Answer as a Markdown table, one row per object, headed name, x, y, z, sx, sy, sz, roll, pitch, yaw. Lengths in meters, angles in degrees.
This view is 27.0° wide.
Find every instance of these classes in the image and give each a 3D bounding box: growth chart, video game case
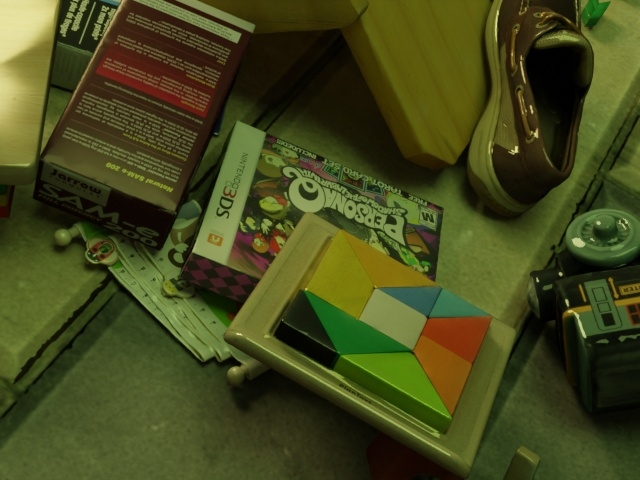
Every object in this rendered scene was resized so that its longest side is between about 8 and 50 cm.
| name | x | y | z | sx | sy | sz | roll | pitch | yaw |
| --- | --- | --- | --- | --- | --- | --- | --- | --- | --- |
| growth chart | -0.104 | 0.031 | 1.224 | 0.237 | 0.021 | 0.172 | 39 | 45 | 12 |
| video game case | 0.000 | 0.000 | 1.261 | 0.232 | 0.042 | 0.210 | 23 | 39 | -8 |

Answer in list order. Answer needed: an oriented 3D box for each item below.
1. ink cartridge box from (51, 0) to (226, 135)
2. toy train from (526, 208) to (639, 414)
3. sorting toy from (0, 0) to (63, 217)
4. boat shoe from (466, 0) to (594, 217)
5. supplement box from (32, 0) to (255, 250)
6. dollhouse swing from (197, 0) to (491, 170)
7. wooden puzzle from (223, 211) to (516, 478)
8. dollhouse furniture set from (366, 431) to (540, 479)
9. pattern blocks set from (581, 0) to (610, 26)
| name | x | y | z | sx | sy | sz | roll | pitch | yaw |
| --- | --- | --- | --- | --- | --- | --- | --- | --- | --- |
| ink cartridge box | -0.261 | -0.236 | 1.374 | 0.371 | 0.069 | 0.175 | 18 | 45 | -10 |
| toy train | 0.370 | 0.057 | 1.265 | 0.334 | 0.142 | 0.190 | -9 | 40 | 3 |
| sorting toy | -0.369 | -0.132 | 1.187 | 0.257 | 0.089 | 0.255 | 3 | 48 | -6 |
| boat shoe | 0.251 | -0.187 | 1.448 | 0.123 | 0.123 | 0.342 | 33 | 55 | -22 |
| supplement box | -0.160 | -0.122 | 1.240 | 0.130 | 0.073 | 0.239 | 23 | 55 | -4 |
| dollhouse swing | 0.008 | -0.258 | 1.470 | 0.315 | 0.305 | 0.347 | 0 | 31 | 26 |
| wooden puzzle | 0.054 | 0.073 | 1.119 | 0.221 | 0.044 | 0.238 | 30 | 31 | 2 |
| dollhouse furniture set | 0.041 | 0.265 | 1.012 | 0.201 | 0.152 | 0.374 | 36 | 29 | 12 |
| pattern blocks set | 0.253 | -0.394 | 1.762 | 0.325 | 0.026 | 0.285 | 40 | 47 | 14 |
